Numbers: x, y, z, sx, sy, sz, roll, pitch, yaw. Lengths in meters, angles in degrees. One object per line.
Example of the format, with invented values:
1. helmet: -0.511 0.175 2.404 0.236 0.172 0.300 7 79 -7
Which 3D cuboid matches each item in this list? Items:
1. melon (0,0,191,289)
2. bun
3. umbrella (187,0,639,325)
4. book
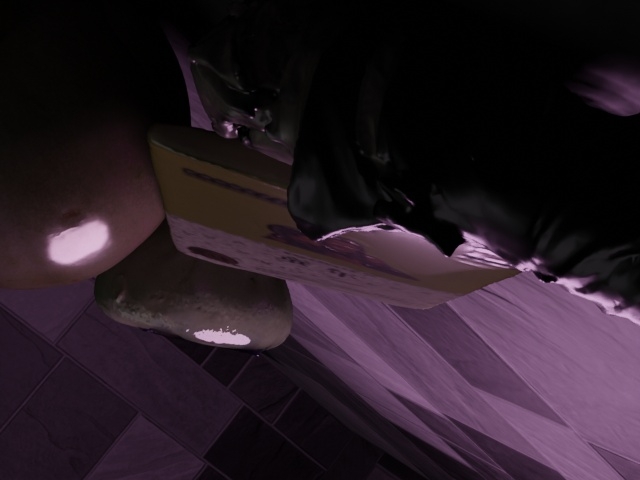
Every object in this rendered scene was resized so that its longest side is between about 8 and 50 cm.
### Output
1. melon: -0.238 -0.095 0.678 0.268 0.268 0.330 39 161 0
2. bun: -0.174 0.049 1.243 0.293 0.187 0.293 16 175 1
3. umbrella: 0.088 -0.017 0.362 0.357 0.113 0.106 31 144 33
4. book: 0.000 0.000 0.637 0.239 0.035 0.352 14 169 -4
